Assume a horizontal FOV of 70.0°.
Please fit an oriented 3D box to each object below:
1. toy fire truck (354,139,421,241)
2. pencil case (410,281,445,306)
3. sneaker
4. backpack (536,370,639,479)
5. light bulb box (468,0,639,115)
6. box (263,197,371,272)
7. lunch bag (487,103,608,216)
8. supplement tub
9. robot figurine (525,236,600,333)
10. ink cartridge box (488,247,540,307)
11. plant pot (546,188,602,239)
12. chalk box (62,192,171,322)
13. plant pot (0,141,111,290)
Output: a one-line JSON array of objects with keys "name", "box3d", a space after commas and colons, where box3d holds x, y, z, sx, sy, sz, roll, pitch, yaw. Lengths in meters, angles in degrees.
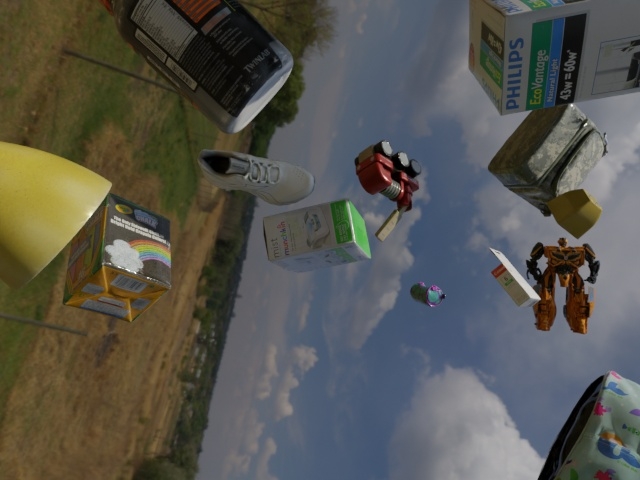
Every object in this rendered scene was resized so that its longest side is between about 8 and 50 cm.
[{"name": "toy fire truck", "box3d": [0.203, -0.147, 1.428, 0.158, 0.216, 0.247, -28, -129, 41]}, {"name": "pencil case", "box3d": [0.347, 0.176, 1.497, 0.151, 0.064, 0.070, 174, -69, -81]}, {"name": "sneaker", "box3d": [-0.160, -0.155, 1.104, 0.129, 0.296, 0.111, 36, 63, -83]}, {"name": "backpack", "box3d": [0.319, 0.275, 0.461, 0.253, 0.190, 0.225, -48, 132, -33]}, {"name": "light bulb box", "box3d": [0.571, -0.497, 1.092, 0.358, 0.360, 0.226, -86, 166, -52]}, {"name": "box", "box3d": [0.000, 0.000, 1.247, 0.262, 0.230, 0.127, 34, 46, -72]}, {"name": "lunch bag", "box3d": [0.748, -0.263, 1.474, 0.305, 0.256, 0.212, -52, -165, -4]}, {"name": "supplement tub", "box3d": [-0.234, -0.388, 0.875, 0.207, 0.338, 0.207, -46, -171, 9]}, {"name": "robot figurine", "box3d": [0.751, 0.136, 1.415, 0.085, 0.210, 0.292, -5, 96, -74]}, {"name": "ink cartridge box", "box3d": [0.339, 0.067, 0.822, 0.029, 0.062, 0.115, -47, -125, 24]}, {"name": "plant pot", "box3d": [0.596, -0.070, 1.061, 0.083, 0.081, 0.082, -45, -155, 33]}, {"name": "chalk box", "box3d": [-0.496, 0.021, 1.135, 0.179, 0.180, 0.289, -38, -134, 24]}, {"name": "plant pot", "box3d": [-0.282, -0.035, 0.429, 0.134, 0.095, 0.134, -33, -150, 22]}]
